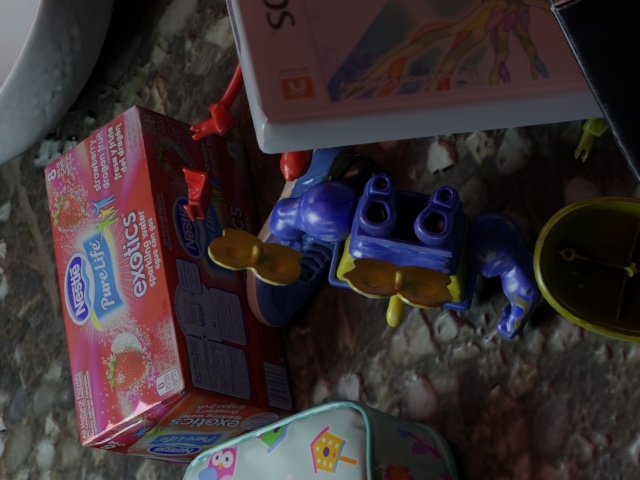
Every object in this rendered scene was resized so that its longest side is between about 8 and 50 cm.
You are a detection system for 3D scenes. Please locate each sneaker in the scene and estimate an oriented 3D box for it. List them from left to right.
[{"bbox_3d":[-0.001,0.000,1.456,0.084,0.058,0.152,16,81,53],"label":"sneaker"}]

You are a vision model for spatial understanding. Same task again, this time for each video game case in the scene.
[{"bbox_3d":[0.097,-0.192,1.258,0.036,0.329,0.300,94,166,-50],"label":"video game case"}]

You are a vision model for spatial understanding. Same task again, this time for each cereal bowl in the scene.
[{"bbox_3d":[-0.305,-0.214,1.749,0.339,0.141,0.339,-15,66,38],"label":"cereal bowl"}]

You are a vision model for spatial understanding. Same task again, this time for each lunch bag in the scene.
[{"bbox_3d":[-0.001,0.260,1.339,0.224,0.108,0.279,-27,58,40],"label":"lunch bag"}]

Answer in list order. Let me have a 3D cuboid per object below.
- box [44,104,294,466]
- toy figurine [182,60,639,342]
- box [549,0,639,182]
[{"bbox_3d":[-0.124,0.038,1.510,0.122,0.128,0.257,-30,59,32],"label":"box"},{"bbox_3d":[0.094,-0.022,1.321,0.362,0.217,0.191,9,77,3],"label":"toy figurine"},{"bbox_3d":[0.280,-0.255,1.099,0.343,0.179,0.312,-23,51,13],"label":"box"}]
